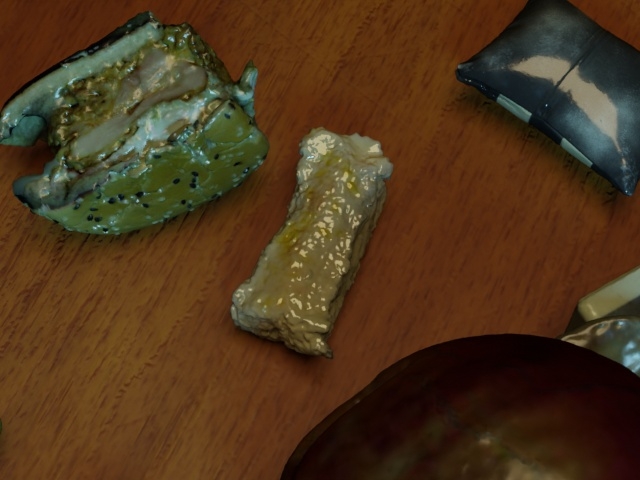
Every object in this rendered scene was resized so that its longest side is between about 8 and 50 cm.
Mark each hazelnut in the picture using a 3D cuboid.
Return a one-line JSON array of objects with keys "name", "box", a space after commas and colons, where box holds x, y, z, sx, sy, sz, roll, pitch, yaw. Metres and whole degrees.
[{"name": "hazelnut", "box": [0.163, 0.300, 1.211, 0.402, 0.402, 0.429, -19, 80, -12]}]

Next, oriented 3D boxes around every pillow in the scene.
[{"name": "pillow", "box": [0.302, -0.177, 1.586, 0.250, 0.106, 0.186, 36, 60, 11]}]

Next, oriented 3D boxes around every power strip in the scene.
[{"name": "power strip", "box": [0.380, 0.052, 1.481, 0.256, 0.105, 0.070, -26, 66, -15]}]

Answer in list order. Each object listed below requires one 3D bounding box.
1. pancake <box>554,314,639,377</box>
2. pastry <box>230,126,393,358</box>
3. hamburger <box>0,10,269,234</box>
[{"name": "pancake", "box": [0.301, 0.192, 1.391, 0.222, 0.042, 0.236, -23, 98, 5]}, {"name": "pastry", "box": [-0.006, -0.001, 1.491, 0.121, 0.089, 0.258, 20, 63, 1]}, {"name": "hamburger", "box": [-0.186, -0.114, 1.493, 0.288, 0.192, 0.168, -29, 61, 12]}]
